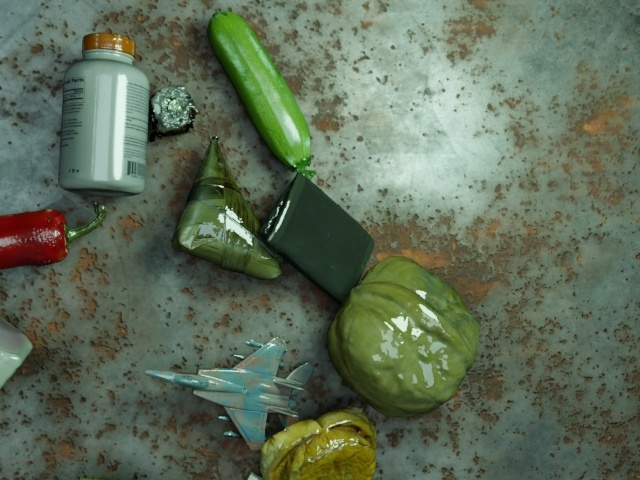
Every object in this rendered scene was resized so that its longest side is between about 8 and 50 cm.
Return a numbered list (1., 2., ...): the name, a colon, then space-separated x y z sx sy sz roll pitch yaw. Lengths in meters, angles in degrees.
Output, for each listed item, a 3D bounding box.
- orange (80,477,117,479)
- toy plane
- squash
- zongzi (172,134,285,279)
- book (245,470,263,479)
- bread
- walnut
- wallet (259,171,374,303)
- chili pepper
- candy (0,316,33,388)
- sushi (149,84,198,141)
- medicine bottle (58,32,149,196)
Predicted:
1. orange: -0.378 0.565 1.392 0.300 0.223 0.301 -15 88 21
2. toy plane: -0.176 0.280 1.526 0.326 0.104 0.223 14 85 -13
3. squash: -0.109 -0.284 1.567 0.101 0.101 0.378 -29 89 -10
4. zongzi: -0.154 -0.057 1.551 0.221 0.112 0.242 23 71 -20
5. book: -0.081 0.585 1.576 0.232 0.022 0.162 31 80 -8
6. bread: 0.003 0.422 1.525 0.236 0.120 0.198 -17 129 -12
7. walnut: 0.160 0.186 1.519 0.277 0.253 0.282 45 82 -7
8. wallet: 0.000 0.000 1.562 0.245 0.052 0.168 41 63 -30
9. chili pepper: -0.583 0.007 1.463 0.387 0.110 0.110 -11 90 -10
10. candy: -0.676 0.289 1.389 0.145 0.208 0.358 39 81 -13
11. sushi: -0.293 -0.247 1.538 0.098 0.084 0.094 -18 92 -15
12. medicine bottle: -0.400 -0.232 1.481 0.157 0.157 0.288 3 87 -10
